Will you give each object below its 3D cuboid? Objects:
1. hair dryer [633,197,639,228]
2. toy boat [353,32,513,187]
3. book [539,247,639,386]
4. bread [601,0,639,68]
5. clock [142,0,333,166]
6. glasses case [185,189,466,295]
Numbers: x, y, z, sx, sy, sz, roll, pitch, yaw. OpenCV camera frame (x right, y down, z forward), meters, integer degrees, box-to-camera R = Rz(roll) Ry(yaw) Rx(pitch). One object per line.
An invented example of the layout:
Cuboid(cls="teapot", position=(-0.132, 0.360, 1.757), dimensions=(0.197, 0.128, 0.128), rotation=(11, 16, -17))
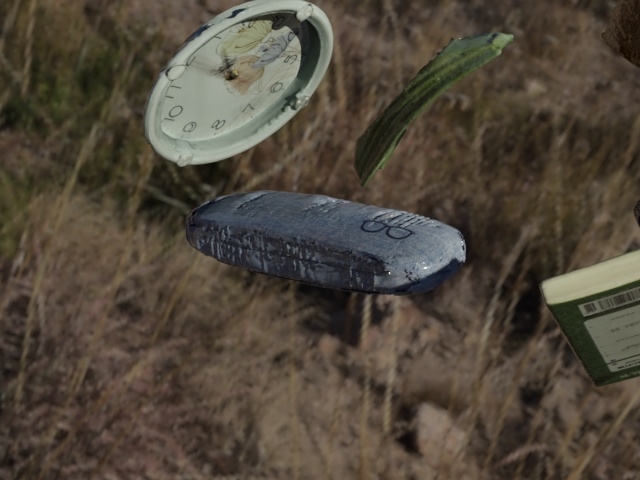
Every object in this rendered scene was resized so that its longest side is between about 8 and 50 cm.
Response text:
Cuboid(cls="hair dryer", position=(0.345, -0.036, 1.325), dimensions=(0.071, 0.124, 0.219), rotation=(57, -2, 0))
Cuboid(cls="toy boat", position=(0.124, -0.171, 1.705), dimensions=(0.055, 0.293, 0.093), rotation=(43, 45, -2))
Cuboid(cls="book", position=(0.294, 0.049, 1.113), dimensions=(0.264, 0.202, 0.027), rotation=(45, 27, -63))
Cuboid(cls="bread", position=(0.401, -0.271, 1.550), dimensions=(0.103, 0.172, 0.132), rotation=(8, 26, -25))
Cuboid(cls="clock", position=(-0.094, -0.178, 1.496), dimensions=(0.236, 0.236, 0.053), rotation=(-9, 53, -41))
Cuboid(cls="glasses case", position=(0.000, 0.000, 1.277), dimensions=(0.282, 0.067, 0.109), rotation=(13, 25, 34))
